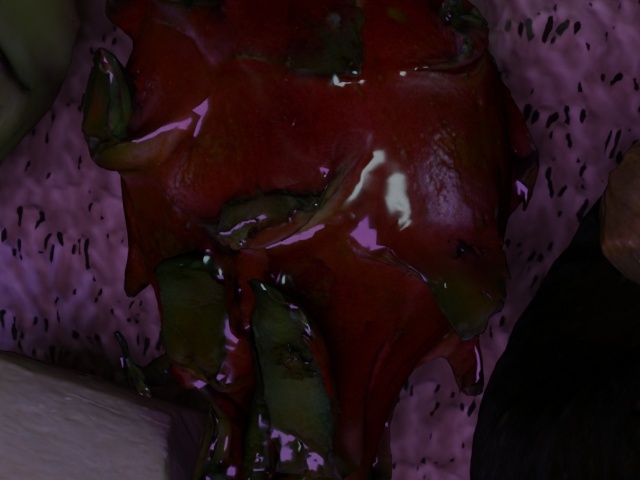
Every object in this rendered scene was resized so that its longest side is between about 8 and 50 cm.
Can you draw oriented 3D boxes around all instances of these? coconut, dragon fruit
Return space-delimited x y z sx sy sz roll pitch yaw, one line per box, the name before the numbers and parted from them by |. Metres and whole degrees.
coconut | -0.116 0.162 0.653 0.222 0.202 0.202 21 109 10
dragon fruit | -0.016 -0.004 0.578 0.200 0.269 0.198 34 156 -35

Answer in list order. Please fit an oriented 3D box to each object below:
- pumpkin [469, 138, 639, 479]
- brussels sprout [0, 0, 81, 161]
pumpkin | 0.179 0.047 0.494 0.207 0.300 0.300 38 110 -10
brussels sprout | -0.234 -0.092 0.607 0.244 0.244 0.244 3 106 12
